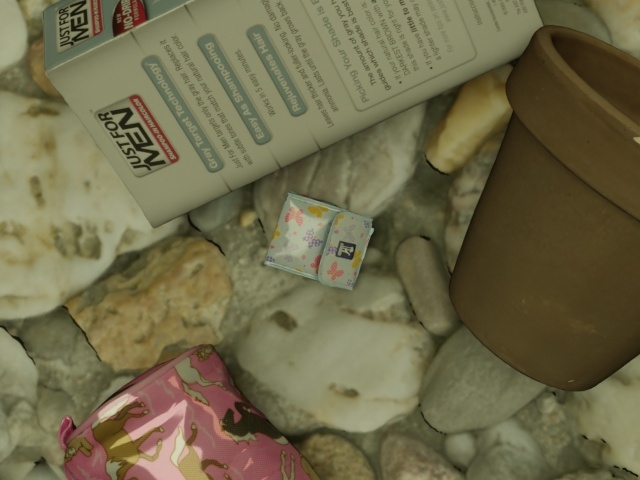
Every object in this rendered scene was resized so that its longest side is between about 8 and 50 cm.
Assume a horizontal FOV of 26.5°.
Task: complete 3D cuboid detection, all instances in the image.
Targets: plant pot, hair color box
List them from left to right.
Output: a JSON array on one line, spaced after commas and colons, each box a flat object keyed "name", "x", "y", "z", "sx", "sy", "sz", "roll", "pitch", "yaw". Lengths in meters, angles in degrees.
[{"name": "hair color box", "x": -0.022, "y": -0.178, "z": 1.130, "sx": 0.375, "sy": 0.113, "sz": 0.185, "roll": -25, "pitch": 129, "yaw": 7}, {"name": "plant pot", "x": 0.223, "y": -0.010, "z": 1.096, "sx": 0.263, "sy": 0.263, "sz": 0.229, "roll": 35, "pitch": 114, "yaw": 6}]

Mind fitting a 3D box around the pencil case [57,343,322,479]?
[{"name": "pencil case", "x": -0.058, "y": 0.274, "z": 1.163, "sx": 0.386, "sy": 0.167, "sz": 0.160, "roll": 53, "pitch": 129, "yaw": 5}]

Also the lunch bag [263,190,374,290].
[{"name": "lunch bag", "x": 0.000, "y": 0.000, "z": 1.204, "sx": 0.083, "sy": 0.053, "sz": 0.071, "roll": 20, "pitch": 94, "yaw": -2}]
